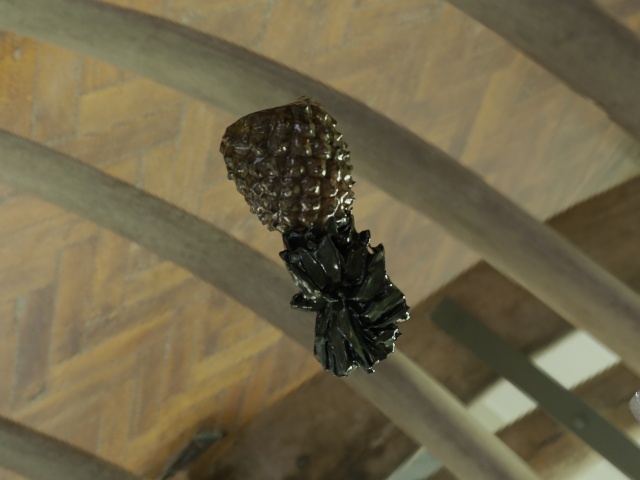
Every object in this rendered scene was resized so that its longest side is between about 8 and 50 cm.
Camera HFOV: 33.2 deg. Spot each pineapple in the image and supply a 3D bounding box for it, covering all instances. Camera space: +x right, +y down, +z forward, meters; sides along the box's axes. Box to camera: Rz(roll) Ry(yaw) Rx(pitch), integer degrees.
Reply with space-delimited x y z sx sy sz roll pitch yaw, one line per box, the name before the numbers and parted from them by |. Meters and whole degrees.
pineapple | 0.000 0.000 0.612 0.074 0.159 0.074 -23 -177 1

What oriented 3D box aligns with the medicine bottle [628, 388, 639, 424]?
medicine bottle | 0.393 0.236 0.919 0.111 0.296 0.161 -13 145 -31
